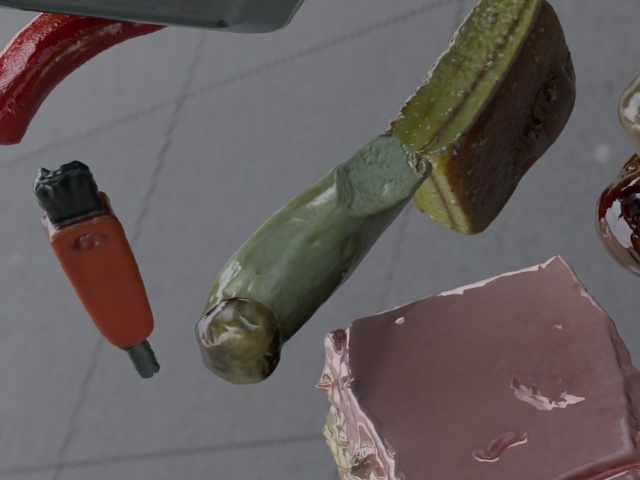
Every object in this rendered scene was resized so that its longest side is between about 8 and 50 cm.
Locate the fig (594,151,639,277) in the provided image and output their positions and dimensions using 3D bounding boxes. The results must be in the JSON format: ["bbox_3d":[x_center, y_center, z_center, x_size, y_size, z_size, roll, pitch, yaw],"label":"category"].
[{"bbox_3d":[0.366,-0.014,1.707,0.148,0.149,0.202,-48,58,32],"label":"fig"}]

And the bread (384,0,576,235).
[{"bbox_3d":[0.184,-0.139,1.842,0.110,0.184,0.234,27,74,28],"label":"bread"}]

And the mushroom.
[{"bbox_3d":[0.001,-0.002,1.465,0.333,0.087,0.107,-47,-12,-38],"label":"mushroom"}]

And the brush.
[{"bbox_3d":[-0.205,0.041,1.630,0.070,0.323,0.051,-25,51,-5],"label":"brush"}]

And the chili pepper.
[{"bbox_3d":[-0.301,-0.207,1.996,0.368,0.137,0.092,-38,26,-1],"label":"chili pepper"}]

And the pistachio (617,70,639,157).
[{"bbox_3d":[0.343,-0.104,1.463,0.135,0.226,0.136,-6,79,37],"label":"pistachio"}]

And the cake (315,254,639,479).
[{"bbox_3d":[0.167,0.223,1.554,0.293,0.307,0.314,-21,49,-11],"label":"cake"}]

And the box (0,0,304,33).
[{"bbox_3d":[-0.194,-0.313,1.690,0.396,0.395,0.111,135,139,-74],"label":"box"}]
